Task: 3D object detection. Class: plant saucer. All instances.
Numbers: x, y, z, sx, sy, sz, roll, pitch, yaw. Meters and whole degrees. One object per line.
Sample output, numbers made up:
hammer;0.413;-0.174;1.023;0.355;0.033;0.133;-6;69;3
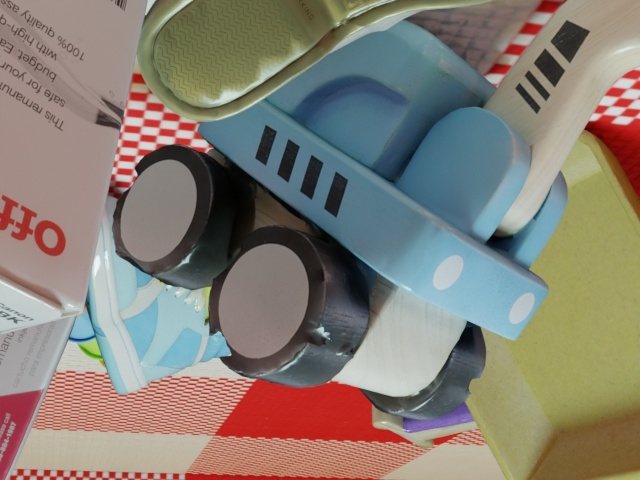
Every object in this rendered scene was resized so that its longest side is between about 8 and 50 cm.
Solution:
plant saucer;0.252;0.079;1.128;0.081;0.333;0.333;-28;179;-37

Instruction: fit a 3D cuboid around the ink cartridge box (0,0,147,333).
ink cartridge box;-0.200;-0.109;0.552;0.114;0.273;0.197;-17;145;35

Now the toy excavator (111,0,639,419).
toy excavator;0.116;-0.073;0.804;0.433;0.445;0.222;37;-171;41

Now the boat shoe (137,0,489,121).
boat shoe;0.031;-0.178;0.644;0.302;0.103;0.113;-23;116;9

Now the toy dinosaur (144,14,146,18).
toy dinosaur;-0.069;-0.166;0.734;0.112;0.064;0.211;-14;156;29

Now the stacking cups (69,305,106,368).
stacking cups;-0.288;0.077;1.325;0.096;0.096;0.316;-5;158;12

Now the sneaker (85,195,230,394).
sneaker;-0.156;0.036;1.216;0.208;0.127;0.319;-16;148;-12

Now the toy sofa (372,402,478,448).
toy sofa;0.224;0.126;1.326;0.362;0.150;0.177;-18;146;30

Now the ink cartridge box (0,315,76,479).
ink cartridge box;-0.426;0.114;1.116;0.306;0.226;0.131;23;157;-10
